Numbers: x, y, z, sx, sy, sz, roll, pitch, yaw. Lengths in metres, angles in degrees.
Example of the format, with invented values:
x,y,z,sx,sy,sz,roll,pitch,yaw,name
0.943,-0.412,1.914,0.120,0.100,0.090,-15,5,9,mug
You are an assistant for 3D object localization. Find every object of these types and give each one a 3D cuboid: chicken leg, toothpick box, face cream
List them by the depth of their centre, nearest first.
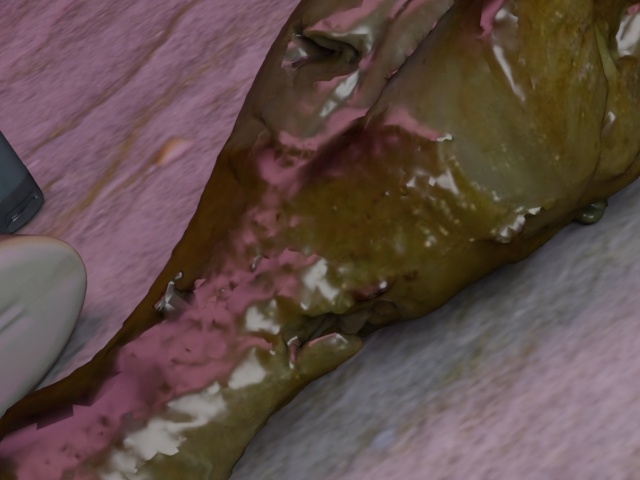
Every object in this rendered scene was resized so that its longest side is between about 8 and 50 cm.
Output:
x,y,z,sx,sy,sz,roll,pitch,yaw,name
0.000,0.000,0.786,0.429,0.152,0.201,-46,18,-14,chicken leg
-0.284,0.052,1.017,0.349,0.081,0.173,3,36,47,face cream
-0.202,-0.045,1.096,0.052,0.083,0.052,-24,28,14,toothpick box
